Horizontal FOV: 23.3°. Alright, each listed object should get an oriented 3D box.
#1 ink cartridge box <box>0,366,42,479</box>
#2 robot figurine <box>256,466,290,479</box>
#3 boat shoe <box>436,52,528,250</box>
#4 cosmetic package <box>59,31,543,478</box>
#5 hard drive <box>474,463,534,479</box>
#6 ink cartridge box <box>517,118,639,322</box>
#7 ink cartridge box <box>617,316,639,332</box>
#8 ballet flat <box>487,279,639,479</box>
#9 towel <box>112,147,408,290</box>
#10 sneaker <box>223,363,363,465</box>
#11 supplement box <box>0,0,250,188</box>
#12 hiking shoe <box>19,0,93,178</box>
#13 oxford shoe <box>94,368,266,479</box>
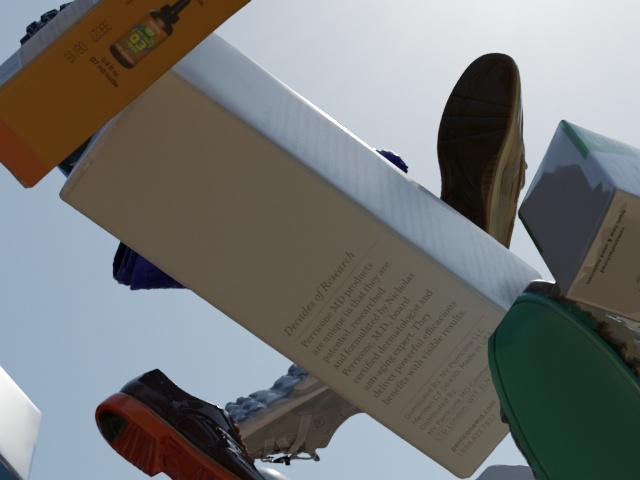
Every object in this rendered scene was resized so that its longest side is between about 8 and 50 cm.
[{"bbox_3d":[-0.466,0.271,1.679,0.307,0.129,0.223,-37,16,4],"label":"ink cartridge box"},{"bbox_3d":[-0.143,0.385,1.920,0.278,0.209,0.173,-17,-65,6],"label":"robot figurine"},{"bbox_3d":[0.219,-0.093,2.039,0.098,0.109,0.302,11,-95,-54],"label":"boat shoe"},{"bbox_3d":[0.000,0.000,1.453,0.161,0.453,0.230,-51,10,15],"label":"cosmetic package"},{"bbox_3d":[0.298,0.367,1.585,0.040,0.307,0.203,-38,19,-36],"label":"hard drive"},{"bbox_3d":[0.275,0.007,1.148,0.219,0.160,0.092,18,-70,-14],"label":"ink cartridge box"},{"bbox_3d":[0.305,0.057,1.574,0.061,0.181,0.104,-31,-28,18],"label":"ink cartridge box"},{"bbox_3d":[0.275,0.205,1.180,0.147,0.409,0.147,-32,-11,-7],"label":"ballet flat"},{"bbox_3d":[-0.069,-0.017,1.799,0.308,0.076,0.227,0,-41,-25],"label":"towel"},{"bbox_3d":[-0.046,0.234,1.863,0.281,0.115,0.105,-32,14,0],"label":"sneaker"},{"bbox_3d":[-0.167,-0.149,1.205,0.233,0.080,0.078,-39,-66,5],"label":"supplement box"},{"bbox_3d":[-0.265,-0.168,1.711,0.113,0.304,0.132,-13,-57,14],"label":"hiking shoe"},{"bbox_3d":[-0.098,0.225,1.588,0.098,0.271,0.097,-43,-15,-41],"label":"oxford shoe"}]
